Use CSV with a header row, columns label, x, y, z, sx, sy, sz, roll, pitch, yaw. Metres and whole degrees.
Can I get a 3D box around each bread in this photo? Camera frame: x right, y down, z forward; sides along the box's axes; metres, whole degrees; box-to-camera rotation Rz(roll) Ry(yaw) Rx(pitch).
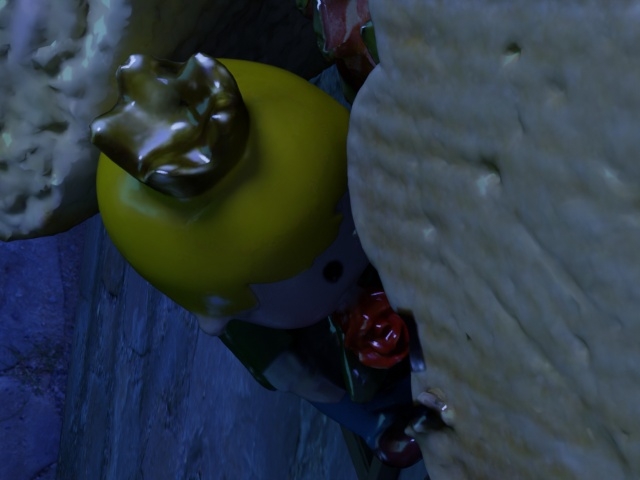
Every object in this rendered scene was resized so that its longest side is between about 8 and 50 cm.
label,x,y,z,sx,sy,sz,roll,pitch,yaw
bread,0.097,0.004,0.340,0.316,0.054,0.316,39,137,50
bread,-0.078,-0.173,0.656,0.375,0.165,0.236,-45,-24,-56

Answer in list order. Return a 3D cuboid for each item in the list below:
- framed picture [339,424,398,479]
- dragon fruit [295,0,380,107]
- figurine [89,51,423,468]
label,x,y,z,sx,sy,sz,roll,pitch,yaw
framed picture,0.043,0.004,0.723,0.184,0.016,0.249,-112,33,-56
dragon fruit,0.066,-0.083,0.512,0.137,0.135,0.235,-156,52,-82
figurine,-0.008,0.012,0.539,0.185,0.127,0.234,48,164,16
